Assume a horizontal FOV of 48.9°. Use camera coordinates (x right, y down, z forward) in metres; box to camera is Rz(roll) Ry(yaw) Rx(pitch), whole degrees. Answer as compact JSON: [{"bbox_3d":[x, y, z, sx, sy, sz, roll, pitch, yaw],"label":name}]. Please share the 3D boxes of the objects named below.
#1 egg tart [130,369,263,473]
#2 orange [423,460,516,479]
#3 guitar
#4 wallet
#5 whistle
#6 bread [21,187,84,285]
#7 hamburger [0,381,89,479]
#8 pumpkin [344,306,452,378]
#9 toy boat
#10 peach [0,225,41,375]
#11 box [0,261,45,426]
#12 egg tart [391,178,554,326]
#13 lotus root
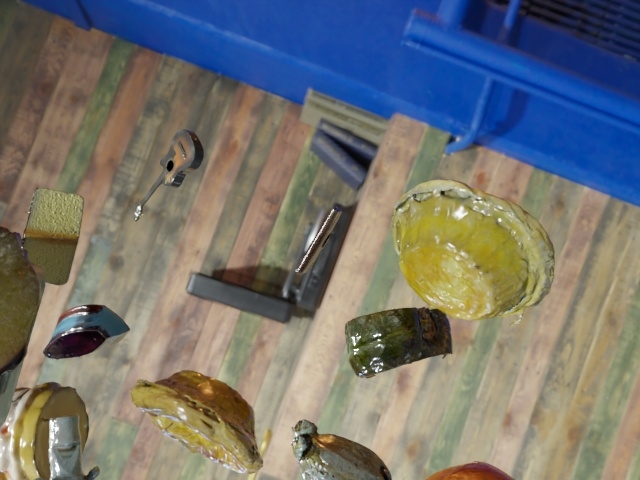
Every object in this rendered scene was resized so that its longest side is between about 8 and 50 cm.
[{"bbox_3d":[-0.253,0.376,1.514,0.129,0.341,0.341,-63,-1,-27],"label":"egg tart"},{"bbox_3d":[0.196,0.459,1.031,0.283,0.226,0.284,-28,-26,-14],"label":"orange"},{"bbox_3d":[-0.311,-0.120,1.402,0.233,0.025,0.088,-47,56,26],"label":"guitar"},{"bbox_3d":[0.000,0.000,1.704,0.176,0.026,0.095,-61,-9,9],"label":"wallet"},{"bbox_3d":[-0.503,0.526,1.399,0.134,0.142,0.347,115,149,-78],"label":"whistle"},{"bbox_3d":[-0.699,-0.005,1.805,0.178,0.135,0.240,-5,73,63],"label":"bread"},{"bbox_3d":[-0.751,0.492,1.786,0.276,0.236,0.277,0,-90,-80],"label":"hamburger"},{"bbox_3d":[0.179,0.239,1.671,0.280,0.190,0.139,9,-118,-55],"label":"pumpkin"},{"bbox_3d":[-0.588,0.232,1.720,0.392,0.136,0.079,-21,27,47],"label":"toy boat"},{"bbox_3d":[-0.718,0.117,1.257,0.353,0.416,0.339,16,106,62],"label":"peach"},{"bbox_3d":[-0.778,0.195,1.560,0.090,0.367,0.373,19,-93,-53],"label":"box"},{"bbox_3d":[0.302,0.044,1.493,0.169,0.387,0.388,-51,-8,-32],"label":"egg tart"},{"bbox_3d":[0.026,0.304,0.935,0.088,0.165,0.088,-52,9,12],"label":"lotus root"}]
